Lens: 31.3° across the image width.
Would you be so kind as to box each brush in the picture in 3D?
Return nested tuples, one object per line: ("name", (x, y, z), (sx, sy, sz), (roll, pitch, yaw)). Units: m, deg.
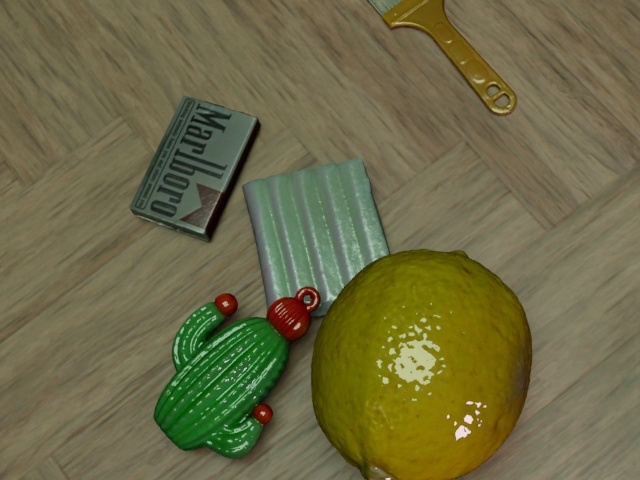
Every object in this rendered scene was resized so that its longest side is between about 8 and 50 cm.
("brush", (0.172, -0.271, 1.538), (0.103, 0.013, 0.272), (-35, 71, -4))

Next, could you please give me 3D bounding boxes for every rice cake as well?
("rice cake", (0.000, 0.000, 1.458), (0.189, 0.037, 0.198), (-9, 71, 7))

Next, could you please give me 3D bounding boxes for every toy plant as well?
("toy plant", (-0.110, 0.147, 1.393), (0.155, 0.088, 0.240), (20, 82, 17))

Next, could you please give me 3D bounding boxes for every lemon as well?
("lemon", (0.112, 0.142, 1.288), (0.267, 0.267, 0.267), (-3, 71, 8))

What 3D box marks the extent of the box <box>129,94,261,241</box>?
("box", (-0.164, -0.098, 1.516), (0.115, 0.036, 0.177), (20, 75, 14))
